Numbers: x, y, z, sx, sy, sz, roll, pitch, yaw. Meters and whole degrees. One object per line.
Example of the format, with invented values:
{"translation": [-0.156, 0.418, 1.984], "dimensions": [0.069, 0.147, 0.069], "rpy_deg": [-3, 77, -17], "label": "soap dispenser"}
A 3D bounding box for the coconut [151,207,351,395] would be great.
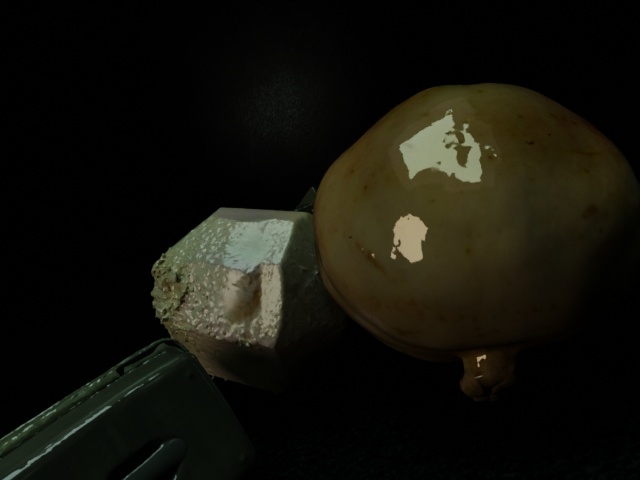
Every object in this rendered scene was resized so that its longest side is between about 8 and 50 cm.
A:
{"translation": [-0.094, 0.093, 0.811], "dimensions": [0.310, 0.297, 0.297], "rpy_deg": [5, 24, 22], "label": "coconut"}

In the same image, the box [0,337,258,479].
{"translation": [-0.230, 0.268, 0.555], "dimensions": [0.166, 0.220, 0.291], "rpy_deg": [-28, 5, 47], "label": "box"}

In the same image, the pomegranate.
{"translation": [0.199, 0.004, 0.644], "dimensions": [0.412, 0.411, 0.411], "rpy_deg": [-20, 14, 5], "label": "pomegranate"}

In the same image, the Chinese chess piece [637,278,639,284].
{"translation": [0.552, -0.016, 0.698], "dimensions": [0.250, 0.102, 0.249], "rpy_deg": [-22, 12, 5], "label": "Chinese chess piece"}

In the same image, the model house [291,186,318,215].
{"translation": [0.000, 0.000, 0.982], "dimensions": [0.205, 0.243, 0.211], "rpy_deg": [-20, 53, -12], "label": "model house"}
